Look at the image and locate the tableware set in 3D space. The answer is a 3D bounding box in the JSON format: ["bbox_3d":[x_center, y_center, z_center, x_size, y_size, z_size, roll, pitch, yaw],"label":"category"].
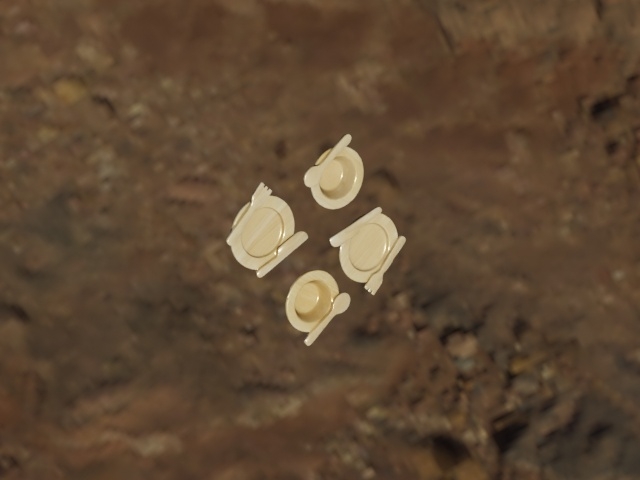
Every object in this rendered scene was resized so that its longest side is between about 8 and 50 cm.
[{"bbox_3d":[0.000,0.000,1.686,0.141,0.168,0.020,-45,36,-17],"label":"tableware set"}]
